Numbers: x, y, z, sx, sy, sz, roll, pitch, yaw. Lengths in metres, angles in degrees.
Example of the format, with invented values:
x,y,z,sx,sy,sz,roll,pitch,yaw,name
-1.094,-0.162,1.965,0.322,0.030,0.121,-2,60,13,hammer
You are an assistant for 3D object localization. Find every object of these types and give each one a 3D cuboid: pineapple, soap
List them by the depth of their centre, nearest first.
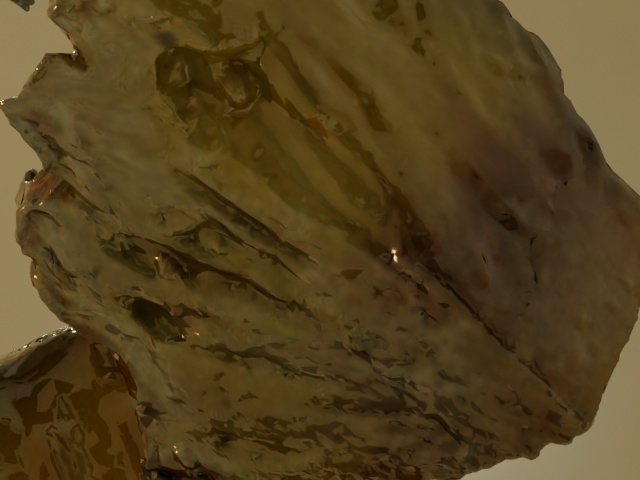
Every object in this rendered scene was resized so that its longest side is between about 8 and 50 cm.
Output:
x,y,z,sx,sy,sz,roll,pitch,yaw,name
0.000,0.000,0.388,0.186,0.236,0.114,18,-123,23,pineapple
-0.104,0.172,0.679,0.160,0.080,0.257,-22,-87,-13,soap

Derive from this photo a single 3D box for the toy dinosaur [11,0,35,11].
x,y,z,sx,sy,sz,roll,pitch,yaw,name
-0.162,-0.305,1.018,0.147,0.363,0.076,9,-134,-3,toy dinosaur
